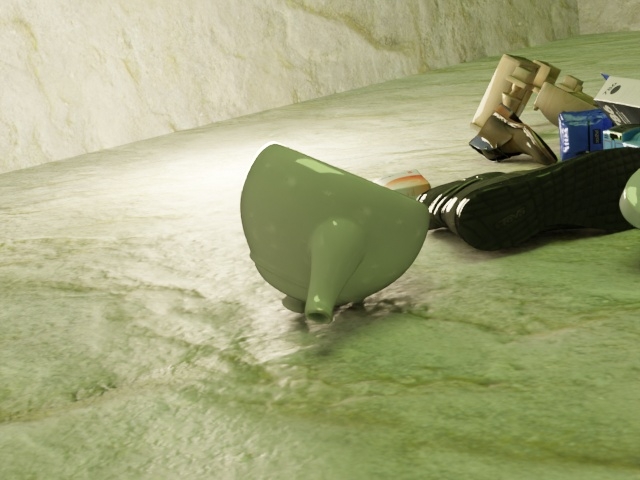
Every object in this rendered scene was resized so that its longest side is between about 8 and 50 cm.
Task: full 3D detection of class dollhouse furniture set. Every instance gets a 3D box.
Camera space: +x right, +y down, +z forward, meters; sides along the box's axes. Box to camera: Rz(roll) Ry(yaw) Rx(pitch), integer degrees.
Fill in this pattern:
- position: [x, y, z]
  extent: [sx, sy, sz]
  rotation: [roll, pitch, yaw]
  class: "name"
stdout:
- position: [0.519, -0.234, 1.971]
  extent: [0.356, 0.173, 0.303]
  rotation: [36, 25, 28]
  class: "dollhouse furniture set"

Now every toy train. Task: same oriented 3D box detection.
- position: [0.496, -0.119, 1.423]
  extent: [0.080, 0.105, 0.184]
  rotation: [-12, 15, -9]
  class: "toy train"

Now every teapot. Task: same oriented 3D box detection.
- position: [0.000, 0.000, 1.165]
  extent: [0.253, 0.187, 0.256]
  rotation: [26, 6, 34]
  class: "teapot"

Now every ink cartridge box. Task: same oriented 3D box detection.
- position: [0.554, -0.185, 1.524]
  extent: [0.065, 0.165, 0.332]
  rotation: [-45, 15, 4]
  class: "ink cartridge box"
- position: [0.096, -0.082, 1.652]
  extent: [0.179, 0.045, 0.145]
  rotation: [-7, 14, -2]
  class: "ink cartridge box"

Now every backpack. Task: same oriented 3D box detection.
- position: [0.492, -0.186, 1.690]
  extent: [0.120, 0.097, 0.101]
  rotation: [-2, 13, 14]
  class: "backpack"

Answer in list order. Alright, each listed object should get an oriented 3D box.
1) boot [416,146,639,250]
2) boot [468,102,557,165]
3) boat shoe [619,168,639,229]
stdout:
- position: [0.319, -0.074, 1.368]
  extent: [0.338, 0.118, 0.223]
  rotation: [-7, 9, -9]
  class: "boot"
- position: [0.370, -0.176, 1.819]
  extent: [0.106, 0.082, 0.219]
  rotation: [-45, 33, 11]
  class: "boot"
- position: [0.482, -0.049, 1.197]
  extent: [0.301, 0.102, 0.108]
  rotation: [-19, 56, -32]
  class: "boat shoe"
